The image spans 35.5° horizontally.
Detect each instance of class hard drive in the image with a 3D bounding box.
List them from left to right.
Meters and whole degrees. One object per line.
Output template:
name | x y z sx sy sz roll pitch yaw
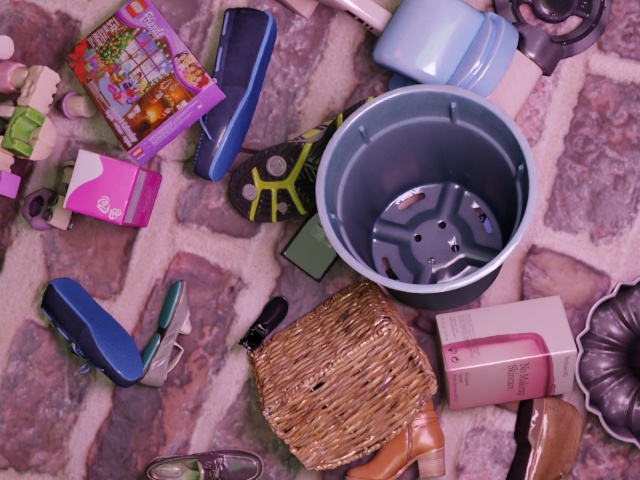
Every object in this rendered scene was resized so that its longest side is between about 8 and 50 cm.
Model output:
hard drive | 0.000 0.000 1.910 0.094 0.022 0.135 37 90 2

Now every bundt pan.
bundt pan | 0.619 0.217 1.834 0.331 0.124 0.331 0 89 3

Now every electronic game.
electronic game | 0.440 -0.456 1.894 0.229 0.048 0.229 0 88 -6

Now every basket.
basket | 0.047 0.253 1.848 0.299 0.223 0.213 -35 114 3

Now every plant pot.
plant pot | 0.187 -0.040 1.688 0.341 0.334 0.341 -3 74 9

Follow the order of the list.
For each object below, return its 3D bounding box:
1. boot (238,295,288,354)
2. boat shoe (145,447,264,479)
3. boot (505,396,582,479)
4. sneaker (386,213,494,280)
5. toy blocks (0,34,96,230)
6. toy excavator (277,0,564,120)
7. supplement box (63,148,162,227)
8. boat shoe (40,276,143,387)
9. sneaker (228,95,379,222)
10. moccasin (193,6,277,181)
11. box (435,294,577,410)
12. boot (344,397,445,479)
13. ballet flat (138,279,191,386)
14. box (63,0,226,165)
boot | -0.105 0.157 1.872 0.045 0.099 0.121 40 90 1
boat shoe | -0.220 0.437 1.881 0.223 0.073 0.080 -2 89 2
boot | 0.408 0.440 1.850 0.115 0.112 0.305 14 87 -8
sneaker | 0.228 0.017 1.874 0.232 0.081 0.090 -44 93 1
toy blocks | -0.617 -0.203 1.867 0.260 0.309 0.288 7 75 34
toy excavator | 0.144 -0.378 1.799 0.445 0.433 0.222 32 90 -26
supplement box | -0.375 -0.092 1.827 0.111 0.220 0.114 17 89 3
boat shoe | -0.431 0.183 1.893 0.258 0.109 0.089 49 117 21
sneaker | 0.006 -0.142 1.865 0.384 0.147 0.145 -23 91 19
moccasin | -0.182 -0.276 1.886 0.117 0.138 0.342 17 75 7
box | 0.333 0.206 1.813 0.232 0.148 0.127 -9 50 2
boot | 0.134 0.377 1.881 0.197 0.073 0.152 -9 80 3
ballet flat | -0.284 0.179 1.903 0.068 0.072 0.213 24 90 -25
box | -0.330 -0.304 1.846 0.201 0.057 0.293 -39 60 2
